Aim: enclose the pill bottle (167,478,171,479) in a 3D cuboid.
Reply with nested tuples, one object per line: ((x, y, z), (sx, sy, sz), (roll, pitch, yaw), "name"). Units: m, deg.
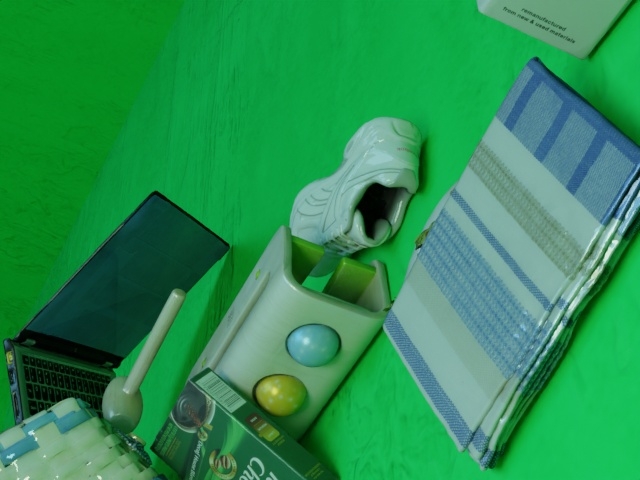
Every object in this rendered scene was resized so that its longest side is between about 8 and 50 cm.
((-0.246, 0.421, 1.584), (0.278, 0.162, 0.162), (-50, 27, 46), "pill bottle")

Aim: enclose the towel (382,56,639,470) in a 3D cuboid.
((0.153, 0.016, 1.015), (0.285, 0.034, 0.209), (-63, 31, 20), "towel")

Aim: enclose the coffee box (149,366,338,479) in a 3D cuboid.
((-0.081, 0.230, 1.302), (0.040, 0.184, 0.113), (-30, -25, -57), "coffee box")

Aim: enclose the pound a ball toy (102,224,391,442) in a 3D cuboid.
((-0.089, 0.137, 1.359), (0.319, 0.208, 0.136), (-57, 22, 33), "pound a ball toy")

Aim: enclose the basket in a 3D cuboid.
((-0.240, 0.315, 1.312), (0.289, 0.201, 0.255), (63, 161, 4), "basket")

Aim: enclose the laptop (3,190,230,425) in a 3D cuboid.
((-0.249, 0.191, 1.750), (0.382, 0.236, 0.408), (45, -147, -74), "laptop")

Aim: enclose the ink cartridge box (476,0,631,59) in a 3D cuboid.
((0.239, -0.323, 1.045), (0.273, 0.114, 0.197), (-54, 24, 37), "ink cartridge box")

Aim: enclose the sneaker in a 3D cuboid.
((0.032, -0.025, 1.374), (0.232, 0.090, 0.115), (-56, 27, 39), "sneaker")

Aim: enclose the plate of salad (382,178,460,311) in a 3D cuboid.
((0.113, 0.023, 1.156), (0.200, 0.048, 0.200), (-56, 22, 38), "plate of salad")

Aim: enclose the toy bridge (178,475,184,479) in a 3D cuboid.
((-0.162, 0.313, 1.670), (0.188, 0.026, 0.063), (168, 118, -68), "toy bridge")
